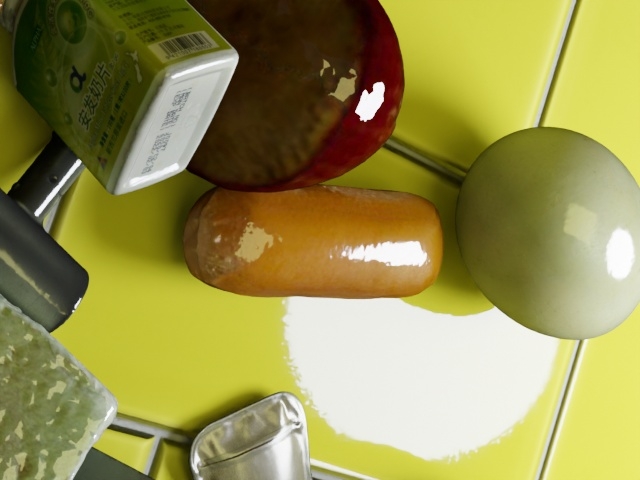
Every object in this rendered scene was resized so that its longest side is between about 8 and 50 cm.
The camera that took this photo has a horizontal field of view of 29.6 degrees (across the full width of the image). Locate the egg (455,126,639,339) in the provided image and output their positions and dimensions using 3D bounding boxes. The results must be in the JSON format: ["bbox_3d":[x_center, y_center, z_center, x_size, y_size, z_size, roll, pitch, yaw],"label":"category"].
[{"bbox_3d":[0.240,-0.001,1.226,0.188,0.188,0.254,-55,132,-18],"label":"egg"}]

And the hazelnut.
[{"bbox_3d":[-0.036,-0.157,1.002,0.229,0.229,0.229,-5,99,-36],"label":"hazelnut"}]

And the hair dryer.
[{"bbox_3d":[-0.226,-0.075,0.955,0.195,0.078,0.248,50,57,-29],"label":"hair dryer"}]

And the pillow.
[{"bbox_3d":[-0.049,0.255,1.137,0.130,0.033,0.217,-23,109,-31],"label":"pillow"}]

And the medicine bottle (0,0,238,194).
[{"bbox_3d":[-0.165,-0.146,0.904,0.088,0.188,0.132,-26,156,-45],"label":"medicine bottle"}]

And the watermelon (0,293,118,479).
[{"bbox_3d":[-0.256,0.126,0.797,0.387,0.258,0.228,-42,116,-66],"label":"watermelon"}]

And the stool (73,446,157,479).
[{"bbox_3d":[-0.101,0.290,0.937,0.243,0.269,0.170,33,76,-24],"label":"stool"}]

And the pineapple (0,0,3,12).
[{"bbox_3d":[-0.359,-0.169,0.803,0.278,0.158,0.158,1,95,-25],"label":"pineapple"}]

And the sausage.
[{"bbox_3d":[0.000,0.001,1.102,0.274,0.105,0.105,3,94,-37],"label":"sausage"}]
